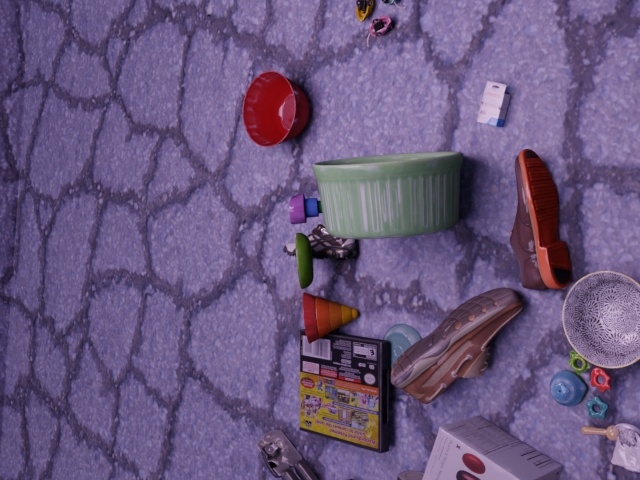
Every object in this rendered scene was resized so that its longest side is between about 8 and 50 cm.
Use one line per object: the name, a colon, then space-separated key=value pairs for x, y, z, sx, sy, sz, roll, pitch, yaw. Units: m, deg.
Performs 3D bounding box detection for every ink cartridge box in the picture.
ink cartridge box: x=0.348 y=-0.272 z=1.663 sx=0.048 sy=0.028 sz=0.083 roll=23 pitch=107 yaw=39

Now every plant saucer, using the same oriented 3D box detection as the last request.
plant saucer: x=0.177 y=0.244 z=1.840 sx=0.119 sy=0.021 sz=0.119 roll=2 pitch=92 yaw=42

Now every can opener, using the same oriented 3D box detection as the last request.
can opener: x=-0.057 y=0.587 z=2.047 sx=0.283 sy=0.076 sz=0.095 roll=47 pitch=153 yaw=31

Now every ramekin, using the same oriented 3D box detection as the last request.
ramekin: x=0.140 y=-0.094 z=1.687 sx=0.303 sy=0.303 sz=0.148 roll=3 pitch=101 yaw=42

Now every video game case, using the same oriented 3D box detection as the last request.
video game case: x=0.051 y=0.342 z=1.935 sx=0.275 sy=0.035 sz=0.248 roll=2 pitch=92 yaw=47

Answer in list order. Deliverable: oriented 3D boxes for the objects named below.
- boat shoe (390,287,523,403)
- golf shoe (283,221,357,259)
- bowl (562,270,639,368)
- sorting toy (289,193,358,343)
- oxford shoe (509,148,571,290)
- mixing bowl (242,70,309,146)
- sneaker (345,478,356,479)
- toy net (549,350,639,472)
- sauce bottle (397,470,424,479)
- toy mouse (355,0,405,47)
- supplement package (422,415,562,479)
boat shoe: x=0.289 y=0.217 z=1.690 sx=0.116 sy=0.123 sz=0.324 roll=45 pitch=116 yaw=-7
golf shoe: x=0.000 y=0.000 z=1.965 sx=0.198 sy=0.077 sz=0.093 roll=0 pitch=87 yaw=32
bowl: x=0.525 y=0.137 z=1.479 sx=0.170 sy=0.080 sz=0.170 roll=2 pitch=93 yaw=42
sorting toy: x=0.012 y=0.063 z=1.879 sx=0.126 sy=0.127 sz=0.365 roll=-5 pitch=114 yaw=4
oxford shoe: x=0.395 y=-0.037 z=1.586 sx=0.098 sy=0.097 sz=0.271 roll=-14 pitch=82 yaw=48
mixing bowl: x=-0.094 y=-0.313 z=2.018 sx=0.181 sy=0.098 sz=0.181 roll=1 pitch=91 yaw=42
sneaker: x=0.091 y=0.648 z=1.892 sx=0.106 sy=0.078 sz=0.234 roll=-45 pitch=60 yaw=36
toy net: x=0.521 y=0.312 z=1.516 sx=0.232 sy=0.045 sz=0.122 roll=47 pitch=119 yaw=29
sauce bottle: x=0.183 y=0.670 z=1.787 sx=0.111 sy=0.111 sz=0.344 roll=8 pitch=97 yaw=42
toy mouse: x=0.140 y=-0.510 z=1.844 sx=0.143 sy=0.031 sz=0.161 roll=7 pitch=96 yaw=42
supplement package: x=0.323 y=0.484 z=1.627 sx=0.203 sy=0.149 sz=0.194 roll=27 pitch=109 yaw=40
